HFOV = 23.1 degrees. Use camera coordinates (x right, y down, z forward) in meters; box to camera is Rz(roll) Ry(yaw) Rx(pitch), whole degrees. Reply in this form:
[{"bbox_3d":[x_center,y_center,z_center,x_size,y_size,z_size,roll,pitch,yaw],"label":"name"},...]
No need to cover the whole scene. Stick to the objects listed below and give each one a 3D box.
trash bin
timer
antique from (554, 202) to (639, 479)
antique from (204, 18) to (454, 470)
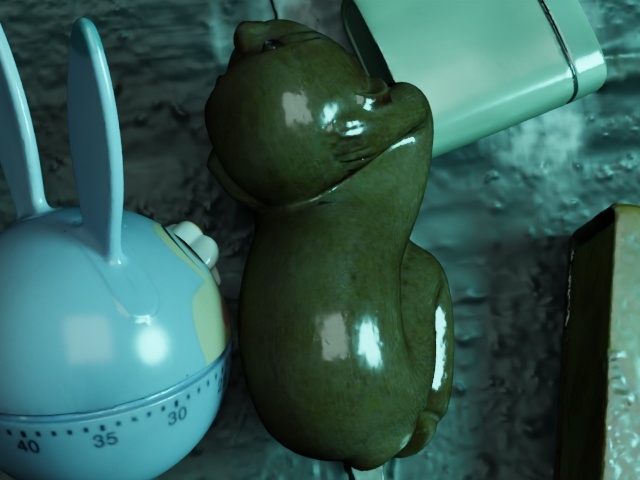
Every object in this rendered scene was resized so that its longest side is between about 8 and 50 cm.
[{"bbox_3d":[0.095,-0.123,0.976,0.130,0.059,0.116,-23,81,-11],"label":"trash bin"},{"bbox_3d":[-0.118,0.011,0.849,0.175,0.175,0.255,10,95,-6],"label":"timer"},{"bbox_3d":[0.189,0.141,0.916,0.087,0.093,0.310,7,78,-6],"label":"antique"},{"bbox_3d":[0.000,0.000,0.877,0.121,0.143,0.257,-7,85,18],"label":"antique"}]
